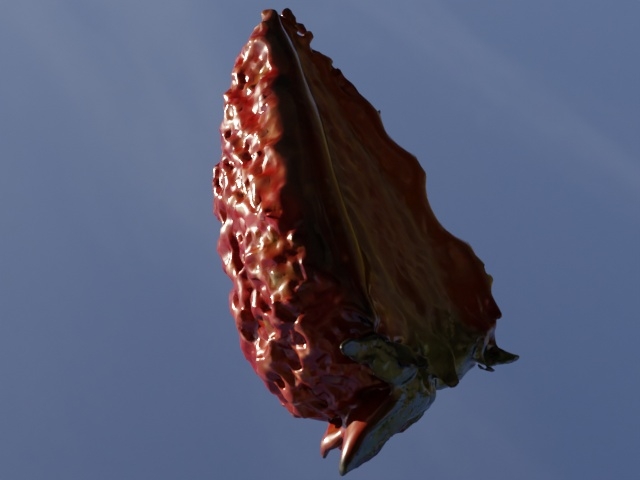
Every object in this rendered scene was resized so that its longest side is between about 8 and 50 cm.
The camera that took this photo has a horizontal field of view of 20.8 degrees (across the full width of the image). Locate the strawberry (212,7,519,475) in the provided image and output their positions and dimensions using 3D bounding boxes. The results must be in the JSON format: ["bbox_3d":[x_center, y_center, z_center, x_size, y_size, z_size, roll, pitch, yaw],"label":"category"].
[{"bbox_3d":[-0.009,-0.003,0.898,0.228,0.098,0.174,59,-152,3],"label":"strawberry"}]
